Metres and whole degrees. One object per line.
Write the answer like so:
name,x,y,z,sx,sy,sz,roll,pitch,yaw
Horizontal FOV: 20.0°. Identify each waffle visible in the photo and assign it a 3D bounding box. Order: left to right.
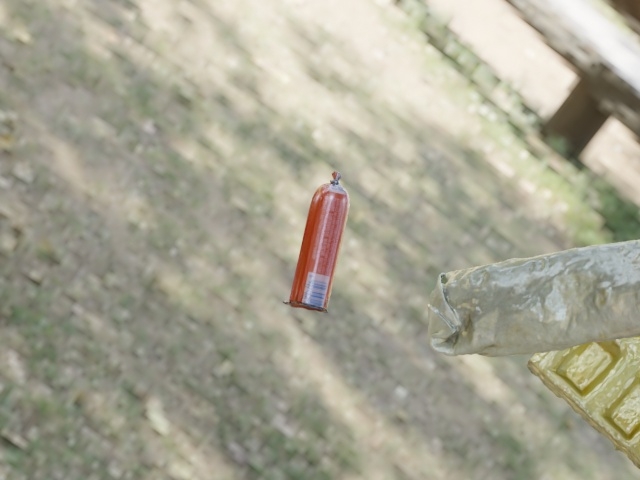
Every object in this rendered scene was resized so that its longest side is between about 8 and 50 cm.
waffle,0.336,0.139,1.640,0.274,0.168,0.057,43,-1,18

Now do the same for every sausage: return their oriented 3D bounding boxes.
sausage,0.000,0.000,1.852,0.048,0.145,0.050,13,-3,-35

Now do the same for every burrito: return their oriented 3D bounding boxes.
burrito,0.203,0.030,1.243,0.059,0.275,0.082,54,35,-37
